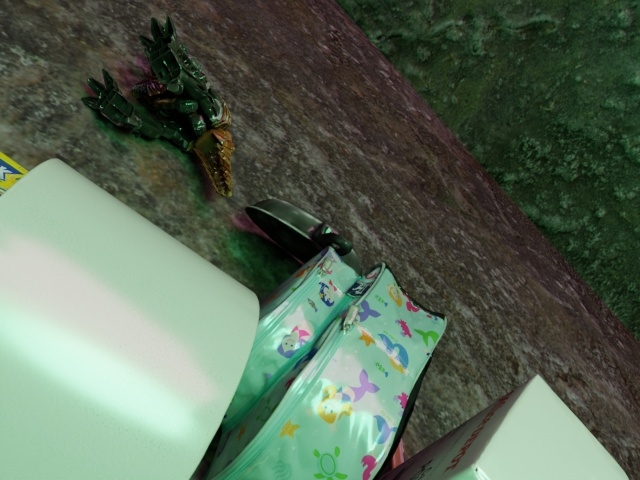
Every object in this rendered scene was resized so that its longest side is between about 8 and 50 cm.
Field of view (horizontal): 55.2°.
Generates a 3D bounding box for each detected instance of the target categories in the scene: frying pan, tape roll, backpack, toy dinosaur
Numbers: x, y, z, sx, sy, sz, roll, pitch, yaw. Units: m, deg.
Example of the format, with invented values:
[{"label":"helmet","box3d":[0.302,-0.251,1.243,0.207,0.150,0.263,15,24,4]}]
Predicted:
[{"label":"frying pan","box3d":[-0.024,-0.015,0.797,0.197,0.053,0.326,33,-12,13]},{"label":"tape roll","box3d":[-0.179,0.090,0.413,0.169,0.246,0.246,37,28,-16]},{"label":"backpack","box3d":[-0.009,0.146,0.593,0.191,0.225,0.254,38,38,-6]},{"label":"toy dinosaur","box3d":[-0.197,-0.203,0.912,0.322,0.164,0.218,36,3,32]}]

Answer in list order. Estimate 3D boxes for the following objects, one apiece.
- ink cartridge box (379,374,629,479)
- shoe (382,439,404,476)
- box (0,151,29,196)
[{"label":"ink cartridge box","box3d":[0.092,0.255,0.510,0.117,0.283,0.207,52,28,15]},{"label":"shoe","box3d":[0.076,0.224,0.758,0.058,0.077,0.219,26,30,-22]},{"label":"box","box3d":[-0.286,0.003,0.467,0.059,0.169,0.054,37,28,-12]}]
